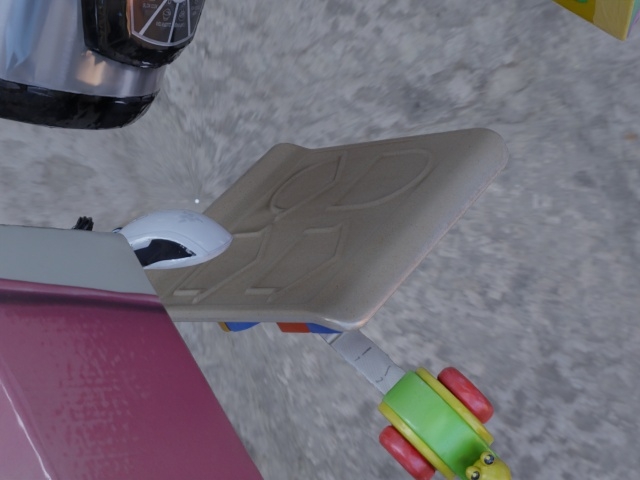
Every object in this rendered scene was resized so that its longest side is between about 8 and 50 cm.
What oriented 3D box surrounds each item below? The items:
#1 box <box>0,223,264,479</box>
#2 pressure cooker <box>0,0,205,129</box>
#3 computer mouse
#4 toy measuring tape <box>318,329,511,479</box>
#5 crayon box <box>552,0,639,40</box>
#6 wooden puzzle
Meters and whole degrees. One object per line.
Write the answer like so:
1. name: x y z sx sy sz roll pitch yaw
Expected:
1. box: -0.126 0.124 0.672 0.149 0.126 0.232 -50 58 26
2. pressure cooker: -0.274 -0.344 1.292 0.375 0.370 0.420 11 105 -26
3. computer mouse: -0.165 -0.002 1.264 0.193 0.106 0.042 -6 108 27
4. toy measuring tape: 0.082 0.153 1.492 0.121 0.330 0.121 -21 131 -26
5. crayon box: 0.126 -0.315 1.044 0.313 0.363 0.106 32 86 12
6. wooden puzzle: 0.000 0.000 1.569 0.322 0.347 0.080 -46 122 -33
